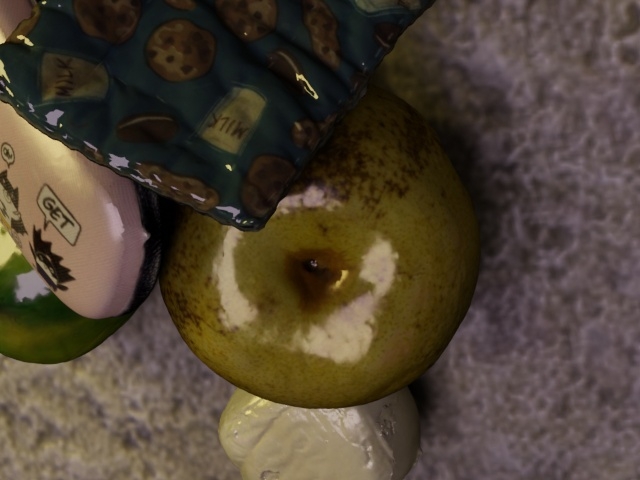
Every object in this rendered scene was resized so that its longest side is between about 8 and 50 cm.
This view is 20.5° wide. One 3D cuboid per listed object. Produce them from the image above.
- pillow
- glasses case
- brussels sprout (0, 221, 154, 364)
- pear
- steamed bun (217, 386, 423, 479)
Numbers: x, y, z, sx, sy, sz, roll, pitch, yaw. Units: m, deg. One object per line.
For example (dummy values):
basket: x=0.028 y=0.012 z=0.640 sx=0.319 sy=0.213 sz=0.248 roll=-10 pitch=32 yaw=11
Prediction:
pillow: x=-0.048 y=-0.134 z=0.989 sx=0.189 sy=0.255 sz=0.034 roll=31 pitch=156 yaw=11
glasses case: x=-0.179 y=-0.091 z=1.053 sx=0.314 sy=0.075 sz=0.122 roll=58 pitch=141 yaw=25
brussels sprout: x=-0.189 y=0.012 z=1.186 sx=0.149 sy=0.122 sz=0.151 roll=8 pitch=117 yaw=20
pear: x=0.000 y=0.000 z=1.057 sx=0.197 sy=0.197 sz=0.197 roll=11 pitch=117 yaw=22
steamed bun: x=0.004 y=0.116 z=1.156 sx=0.130 sy=0.091 sz=0.112 roll=-22 pitch=109 yaw=32
